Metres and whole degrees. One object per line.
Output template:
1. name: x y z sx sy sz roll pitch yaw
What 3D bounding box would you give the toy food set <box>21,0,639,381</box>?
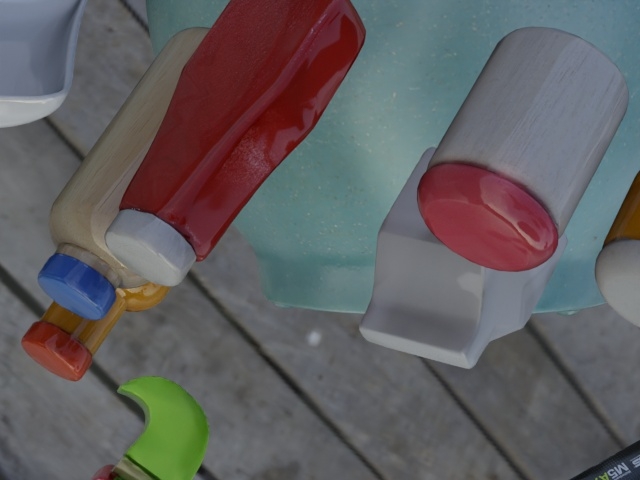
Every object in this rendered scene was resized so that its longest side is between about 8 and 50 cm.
1. toy food set: 0.000 0.000 0.410 0.104 0.232 0.111 -59 141 -24

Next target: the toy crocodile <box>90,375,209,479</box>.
1. toy crocodile: -0.185 0.251 0.983 0.105 0.115 0.340 36 89 -2

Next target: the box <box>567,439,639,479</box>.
1. box: 0.252 0.297 1.416 0.184 0.045 0.190 -25 149 -27

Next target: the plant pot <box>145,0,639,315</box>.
1. plant pot: 0.057 -0.066 0.678 0.293 0.293 0.196 -4 95 -36

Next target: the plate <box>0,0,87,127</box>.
1. plate: -0.301 -0.127 0.946 0.278 0.277 0.045 -1 115 -6
